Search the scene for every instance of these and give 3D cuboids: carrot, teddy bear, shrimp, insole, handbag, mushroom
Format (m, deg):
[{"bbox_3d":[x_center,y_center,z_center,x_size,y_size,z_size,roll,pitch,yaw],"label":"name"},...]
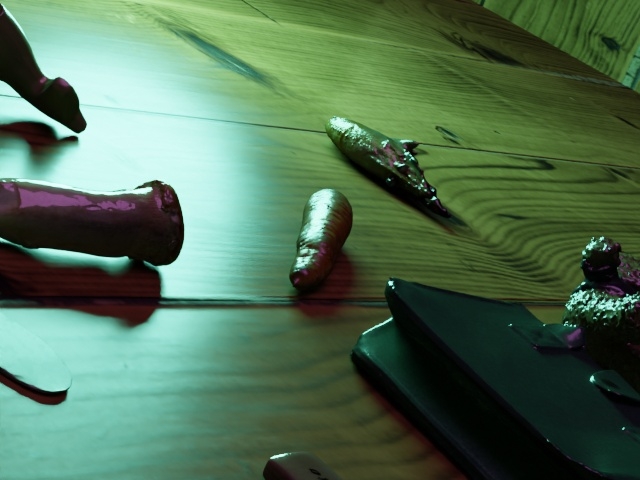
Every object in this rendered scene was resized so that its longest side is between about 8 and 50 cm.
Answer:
[{"bbox_3d":[0.000,0.000,1.602,0.059,0.059,0.248,21,21,-1],"label":"carrot"},{"bbox_3d":[0.326,0.086,1.614,0.129,0.182,0.251,-14,17,10],"label":"teddy bear"},{"bbox_3d":[0.109,-0.108,1.992,0.117,0.066,0.262,0,30,-47],"label":"shrimp"},{"bbox_3d":[-0.265,0.071,1.191,0.193,0.006,0.065,33,23,32],"label":"insole"},{"bbox_3d":[0.202,0.150,1.355,0.238,0.089,0.326,6,24,-41],"label":"handbag"},{"bbox_3d":[-0.227,-0.024,1.391,0.209,0.084,0.071,6,3,-31],"label":"mushroom"}]

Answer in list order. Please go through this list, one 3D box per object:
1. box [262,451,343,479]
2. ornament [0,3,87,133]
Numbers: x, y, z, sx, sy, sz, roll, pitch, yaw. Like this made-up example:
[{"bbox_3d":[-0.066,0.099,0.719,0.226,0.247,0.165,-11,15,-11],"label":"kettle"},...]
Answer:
[{"bbox_3d":[0.006,0.197,1.110,0.048,0.025,0.115,5,24,-43],"label":"box"},{"bbox_3d":[-0.379,-0.224,1.693,0.230,0.061,0.245,17,-30,45],"label":"ornament"}]
